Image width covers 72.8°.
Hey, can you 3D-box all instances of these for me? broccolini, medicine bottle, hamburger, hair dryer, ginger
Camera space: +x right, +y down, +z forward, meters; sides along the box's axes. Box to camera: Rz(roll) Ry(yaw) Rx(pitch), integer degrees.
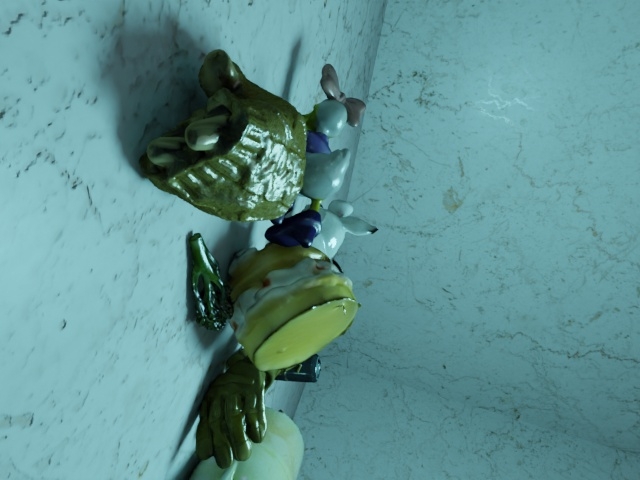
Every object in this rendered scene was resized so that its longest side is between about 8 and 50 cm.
[{"bbox_3d":[-0.180,0.077,0.719,0.091,0.068,0.202,-46,156,-34],"label":"broccolini"},{"bbox_3d":[-0.184,0.580,1.010,0.406,0.236,0.235,-13,117,-82],"label":"medicine bottle"},{"bbox_3d":[-0.073,0.114,0.913,0.236,0.277,0.276,58,-19,29],"label":"hamburger"},{"bbox_3d":[-0.098,0.322,1.481,0.107,0.189,0.351,-60,150,-69],"label":"hair dryer"},{"bbox_3d":[-0.202,0.303,1.097,0.137,0.044,0.057,21,66,-84],"label":"ginger"}]

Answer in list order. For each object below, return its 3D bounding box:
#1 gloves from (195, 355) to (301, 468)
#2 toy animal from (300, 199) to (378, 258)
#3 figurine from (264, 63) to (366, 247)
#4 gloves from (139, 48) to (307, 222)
[{"bbox_3d":[-0.162,0.335,0.968,0.331,0.154,0.141,-46,119,-47],"label":"gloves"},{"bbox_3d":[-0.007,-0.001,1.229,0.326,0.208,0.154,-32,139,-12],"label":"toy animal"},{"bbox_3d":[-0.016,-0.180,0.892,0.154,0.193,0.420,41,44,-32],"label":"figurine"},{"bbox_3d":[-0.096,-0.126,0.595,0.356,0.156,0.202,-29,129,-75],"label":"gloves"}]
